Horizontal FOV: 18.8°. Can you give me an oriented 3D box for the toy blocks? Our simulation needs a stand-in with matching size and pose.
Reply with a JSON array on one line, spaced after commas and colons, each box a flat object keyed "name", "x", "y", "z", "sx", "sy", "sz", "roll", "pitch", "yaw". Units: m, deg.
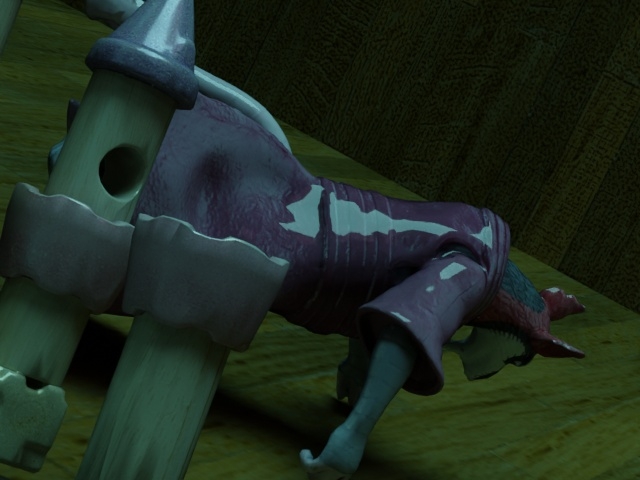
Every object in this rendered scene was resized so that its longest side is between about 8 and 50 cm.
[{"name": "toy blocks", "x": -0.192, "y": -0.061, "z": 0.831, "sx": 0.288, "sy": 0.260, "sz": 0.309, "roll": 24, "pitch": -8, "yaw": -35}]

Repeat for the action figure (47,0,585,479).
[{"name": "action figure", "x": 0.000, "y": 0.000, "z": 1.237, "sx": 0.370, "sy": 0.276, "sz": 0.248, "roll": 9, "pitch": 8, "yaw": -13}]

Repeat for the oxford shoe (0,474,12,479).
[{"name": "oxford shoe", "x": -0.155, "y": 0.126, "z": 0.720, "sx": 0.096, "sy": 0.083, "sz": 0.227, "roll": 23, "pitch": -1, "yaw": 5}]
